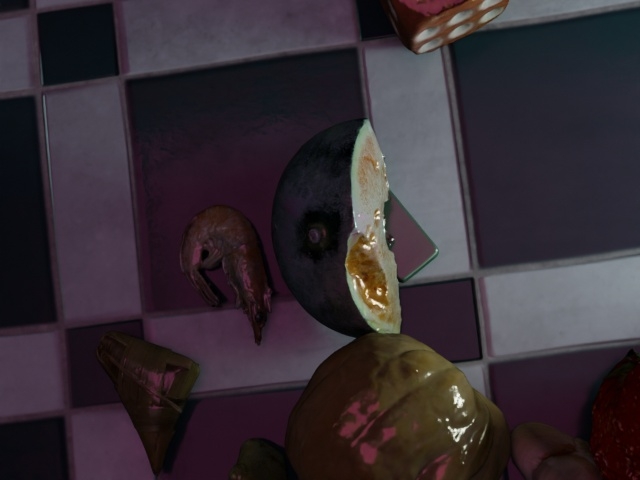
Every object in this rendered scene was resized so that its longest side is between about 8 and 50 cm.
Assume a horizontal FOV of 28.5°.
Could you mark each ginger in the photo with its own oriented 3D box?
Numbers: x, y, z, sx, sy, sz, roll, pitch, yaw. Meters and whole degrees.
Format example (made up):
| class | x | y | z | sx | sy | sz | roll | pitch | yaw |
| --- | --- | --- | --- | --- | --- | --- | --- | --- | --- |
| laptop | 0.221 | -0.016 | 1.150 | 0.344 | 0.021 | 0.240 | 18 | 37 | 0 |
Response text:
| class | x | y | z | sx | sy | sz | roll | pitch | yaw |
| --- | --- | --- | --- | --- | --- | --- | --- | --- | --- |
| ginger | -0.051 | 0.416 | 1.767 | 0.089 | 0.137 | 0.290 | -41 | 74 | 38 |

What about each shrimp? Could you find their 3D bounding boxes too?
| class | x | y | z | sx | sy | sz | roll | pitch | yaw |
| --- | --- | --- | --- | --- | --- | --- | --- | --- | --- |
| shrimp | -0.140 | 0.055 | 1.870 | 0.126 | 0.047 | 0.224 | -21 | 75 | 10 |

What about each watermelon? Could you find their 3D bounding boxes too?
| class | x | y | z | sx | sy | sz | roll | pitch | yaw |
| --- | --- | --- | --- | --- | --- | --- | --- | --- | --- |
| watermelon | -0.002 | 0.000 | 1.771 | 0.188 | 0.175 | 0.322 | -8 | 92 | 23 |

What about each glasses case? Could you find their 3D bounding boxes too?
| class | x | y | z | sx | sy | sz | roll | pitch | yaw |
| --- | --- | --- | --- | --- | --- | --- | --- | --- | --- |
| glasses case | 0.090 | -0.029 | 1.858 | 0.077 | 0.039 | 0.184 | -39 | 80 | 0 |

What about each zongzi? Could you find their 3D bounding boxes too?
| class | x | y | z | sx | sy | sz | roll | pitch | yaw |
| --- | --- | --- | --- | --- | --- | --- | --- | --- | --- |
| zongzi | -0.275 | 0.233 | 1.848 | 0.160 | 0.078 | 0.176 | 20 | 88 | 14 |

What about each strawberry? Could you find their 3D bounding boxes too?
| class | x | y | z | sx | sy | sz | roll | pitch | yaw |
| --- | --- | --- | --- | --- | --- | --- | --- | --- | --- |
| strawberry | 0.481 | 0.280 | 1.668 | 0.257 | 0.257 | 0.277 | 4 | 87 | 7 |

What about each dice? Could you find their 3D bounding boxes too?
| class | x | y | z | sx | sy | sz | roll | pitch | yaw |
| --- | --- | --- | --- | --- | --- | --- | --- | --- | --- |
| dice | 0.168 | -0.388 | 1.833 | 0.174 | 0.174 | 0.179 | -21 | 79 | 2 |

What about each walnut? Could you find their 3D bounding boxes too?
| class | x | y | z | sx | sy | sz | roll | pitch | yaw |
| --- | --- | --- | --- | --- | --- | --- | --- | --- | --- |
| walnut | 0.096 | 0.271 | 1.707 | 0.285 | 0.285 | 0.296 | -38 | 118 | 0 |

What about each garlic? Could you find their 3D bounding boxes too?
| class | x | y | z | sx | sy | sz | roll | pitch | yaw |
| --- | --- | --- | --- | --- | --- | --- | --- | --- | --- |
| garlic | 0.329 | 0.323 | 1.748 | 0.174 | 0.124 | 0.099 | 45 | 106 | 36 |
